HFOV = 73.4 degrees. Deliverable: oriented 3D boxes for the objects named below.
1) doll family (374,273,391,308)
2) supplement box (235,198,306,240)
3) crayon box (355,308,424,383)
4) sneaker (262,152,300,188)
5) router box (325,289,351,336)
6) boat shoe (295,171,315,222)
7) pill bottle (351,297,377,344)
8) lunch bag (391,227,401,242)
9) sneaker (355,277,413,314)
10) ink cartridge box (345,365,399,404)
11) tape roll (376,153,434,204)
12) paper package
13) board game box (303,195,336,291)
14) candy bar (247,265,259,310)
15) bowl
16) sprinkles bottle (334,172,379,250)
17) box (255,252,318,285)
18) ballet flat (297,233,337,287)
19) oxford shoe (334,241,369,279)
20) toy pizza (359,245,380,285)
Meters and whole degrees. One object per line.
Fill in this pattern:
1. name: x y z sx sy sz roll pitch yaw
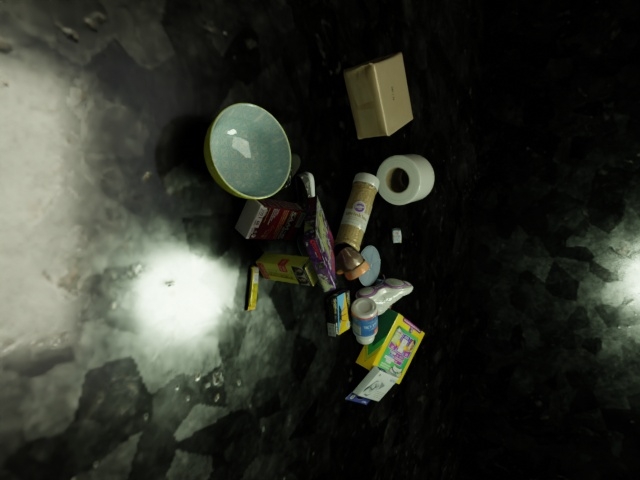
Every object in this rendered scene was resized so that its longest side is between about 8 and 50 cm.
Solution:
1. doll family: 0.327 0.274 2.222 0.111 0.076 0.193 5 92 -36
2. supplement box: -0.168 -0.073 1.504 0.239 0.073 0.130 2 122 -53
3. crayon box: 0.370 0.553 2.231 0.363 0.106 0.313 39 78 -47
4. sneaker: -0.143 -0.227 1.517 0.286 0.130 0.109 -48 127 -40
5. router box: 0.083 0.324 1.931 0.133 0.046 0.179 -18 108 -51
6. boat shoe: -0.060 -0.152 1.679 0.076 0.080 0.228 -13 103 -42
7. pill bottle: 0.209 0.384 2.019 0.124 0.124 0.221 -49 145 -38
8. lunch bag: 0.412 -0.028 2.324 0.083 0.053 0.071 -48 133 -72
9. sneaker: 0.314 0.281 2.125 0.305 0.114 0.152 -13 117 -15
10. ink cartridge box: 0.258 0.728 2.108 0.224 0.045 0.223 -49 137 5
11. tape roll: 0.426 -0.309 2.161 0.169 0.246 0.246 -18 107 -51
12. paper package: 0.278 -0.673 1.998 0.309 0.168 0.325 -40 123 -43
13. board game box: 0.000 0.000 1.521 0.347 0.056 0.208 -89 164 -61
14. candy bar: -0.238 0.168 1.520 0.040 0.018 0.161 5 88 -56
15. bowl: -0.249 -0.261 1.336 0.289 0.156 0.289 5 82 -41
16. sprinkles bottle: 0.166 -0.127 1.937 0.121 0.121 0.355 38 64 -47
17. box: -0.114 0.098 1.498 0.058 0.232 0.087 -48 130 -38
18. ballet flat: 0.001 0.085 1.761 0.095 0.096 0.280 -54 132 -34
19. oxford shoe: 0.101 0.060 1.751 0.130 0.363 0.133 -34 97 -7
20. toy pizza: 0.233 0.125 2.122 0.201 0.032 0.201 -7 100 -51
